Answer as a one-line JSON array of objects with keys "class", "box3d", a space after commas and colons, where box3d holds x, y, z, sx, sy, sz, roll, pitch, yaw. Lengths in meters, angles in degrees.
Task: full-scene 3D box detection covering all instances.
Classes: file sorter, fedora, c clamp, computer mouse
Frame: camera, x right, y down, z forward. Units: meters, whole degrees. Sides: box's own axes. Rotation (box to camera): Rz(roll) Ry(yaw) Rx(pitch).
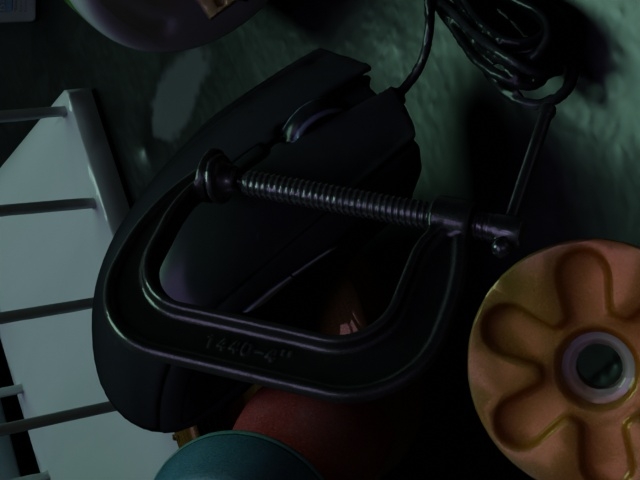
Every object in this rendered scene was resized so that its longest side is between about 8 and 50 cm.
[{"class": "file sorter", "box3d": [-0.214, 0.076, 0.916, 0.193, 0.173, 0.277, -37, 67, 49]}, {"class": "fedora", "box3d": [-0.006, 0.065, 0.717, 0.194, 0.079, 0.194, 17, 111, 50]}, {"class": "c clamp", "box3d": [0.000, 0.000, 0.567, 0.161, 0.137, 0.022, 6, 149, 18]}, {"class": "computer mouse", "box3d": [-0.033, -0.054, 0.649, 0.262, 0.060, 0.184, -43, 55, 10]}]

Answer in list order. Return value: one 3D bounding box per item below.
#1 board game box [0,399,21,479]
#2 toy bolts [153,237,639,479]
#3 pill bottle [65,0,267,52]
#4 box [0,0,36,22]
[{"class": "board game box", "box3d": [-0.345, 0.184, 1.133, 0.318, 0.066, 0.318, -41, 58, 38]}, {"class": "toy bolts", "box3d": [0.035, 0.106, 0.540, 0.228, 0.158, 0.218, 9, 100, 21]}, {"class": "pill bottle", "box3d": [-0.126, -0.209, 0.773, 0.246, 0.136, 0.136, 42, 128, 40]}, {"class": "box", "box3d": [-0.254, -0.245, 0.953, 0.103, 0.114, 0.203, 25, 117, 48]}]
